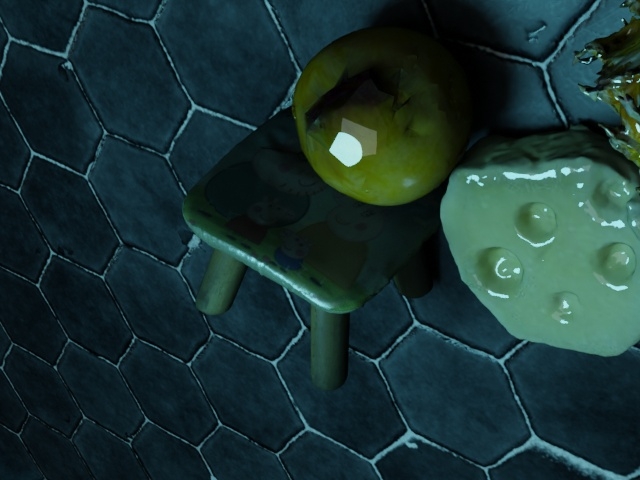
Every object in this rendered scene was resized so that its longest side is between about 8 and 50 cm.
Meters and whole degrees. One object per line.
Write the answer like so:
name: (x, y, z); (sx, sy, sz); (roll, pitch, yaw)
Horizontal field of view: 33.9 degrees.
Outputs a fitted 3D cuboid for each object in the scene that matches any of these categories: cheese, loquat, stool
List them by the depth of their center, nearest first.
cheese: (0.307, -0.005, 1.342); (0.326, 0.115, 0.318); (42, 139, 5)
loquat: (0.082, -0.161, 1.344); (0.235, 0.235, 0.235); (23, 133, 28)
stool: (0.000, 0.000, 1.495); (0.310, 0.310, 0.226); (31, 145, 21)

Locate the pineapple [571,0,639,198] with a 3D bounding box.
pineapple: (0.440, -0.135, 0.985); (0.352, 0.352, 0.300); (-12, 121, 46)
